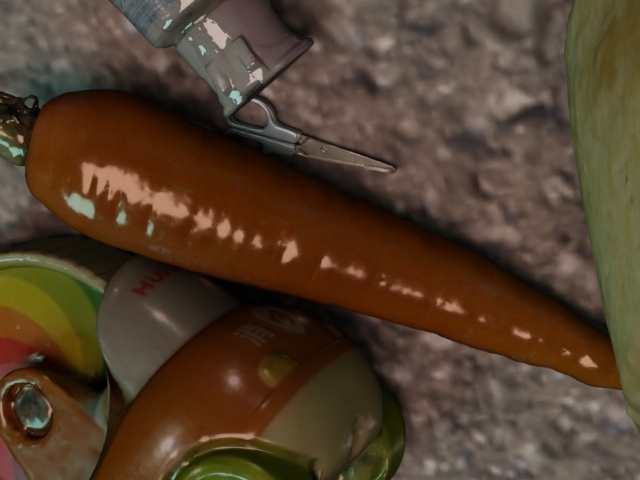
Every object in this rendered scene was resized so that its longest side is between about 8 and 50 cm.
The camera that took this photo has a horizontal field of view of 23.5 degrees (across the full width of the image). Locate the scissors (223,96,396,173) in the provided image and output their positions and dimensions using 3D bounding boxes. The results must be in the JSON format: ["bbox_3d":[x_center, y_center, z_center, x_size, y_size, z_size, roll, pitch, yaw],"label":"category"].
[{"bbox_3d":[-0.005,-0.044,0.715,0.083,0.006,0.036,14,118,4],"label":"scissors"}]

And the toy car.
[{"bbox_3d":[-0.098,0.091,0.736,0.235,0.145,0.235,5,103,22],"label":"toy car"}]

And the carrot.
[{"bbox_3d":[0.000,0.000,0.702,0.336,0.069,0.069,20,116,-4],"label":"carrot"}]

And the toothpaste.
[{"bbox_3d":[-0.097,-0.158,0.661,0.089,0.057,0.234,-39,95,22],"label":"toothpaste"}]

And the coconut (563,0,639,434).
[{"bbox_3d":[0.237,-0.035,0.526,0.323,0.323,0.323,4,115,10],"label":"coconut"}]
